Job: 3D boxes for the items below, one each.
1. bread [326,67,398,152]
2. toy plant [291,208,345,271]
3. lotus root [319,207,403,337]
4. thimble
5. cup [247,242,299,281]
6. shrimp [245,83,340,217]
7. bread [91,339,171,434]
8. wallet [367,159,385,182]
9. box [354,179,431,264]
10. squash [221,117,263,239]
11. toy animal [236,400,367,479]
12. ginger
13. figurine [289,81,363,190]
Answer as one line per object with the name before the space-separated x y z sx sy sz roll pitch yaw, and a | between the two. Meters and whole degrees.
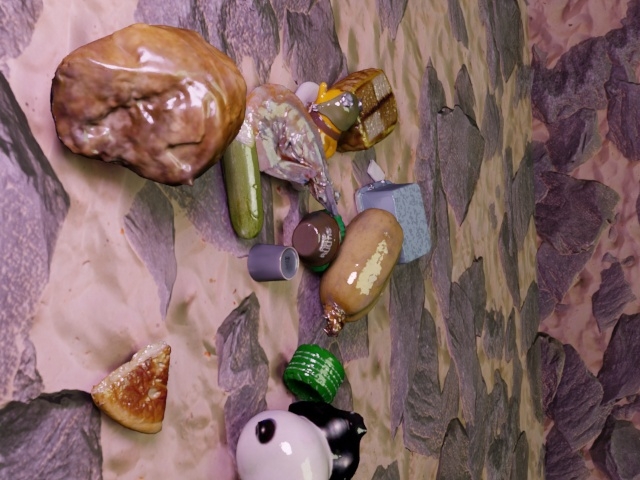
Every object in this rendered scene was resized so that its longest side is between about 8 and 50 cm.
bread | 0.101 -0.312 1.662 0.222 0.096 0.182 -43 123 -49
toy plant | 0.000 0.000 1.498 0.200 0.105 0.143 -1 101 -70
lotus root | 0.082 0.072 1.576 0.343 0.151 0.169 -58 164 -25
thimble | -0.013 0.287 1.462 0.130 0.118 0.090 43 55 -22
cup | -0.086 0.043 1.380 0.100 0.077 0.078 -14 102 -57
shrimp | -0.057 -0.167 1.393 0.164 0.062 0.317 -37 109 -24
bread | -0.285 0.249 1.088 0.154 0.054 0.136 -38 120 -45
wallet | 0.148 -0.175 1.810 0.083 0.011 0.044 43 54 -49
box | 0.184 -0.041 1.757 0.162 0.130 0.227 -21 103 -48
squash | -0.146 -0.118 1.292 0.069 0.069 0.239 -24 111 -55
toy animal | -0.053 0.426 1.332 0.266 0.212 0.213 1 89 -54
ginger | -0.244 -0.218 1.024 0.269 0.200 0.223 22 29 -17
figurine | 0.019 -0.231 1.486 0.166 0.141 0.250 12 80 -58
